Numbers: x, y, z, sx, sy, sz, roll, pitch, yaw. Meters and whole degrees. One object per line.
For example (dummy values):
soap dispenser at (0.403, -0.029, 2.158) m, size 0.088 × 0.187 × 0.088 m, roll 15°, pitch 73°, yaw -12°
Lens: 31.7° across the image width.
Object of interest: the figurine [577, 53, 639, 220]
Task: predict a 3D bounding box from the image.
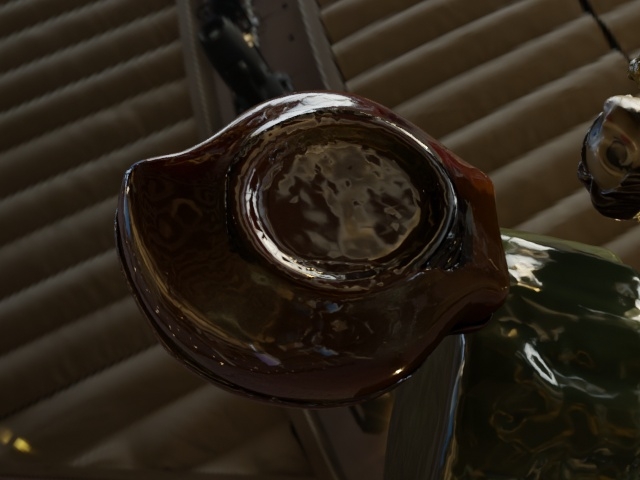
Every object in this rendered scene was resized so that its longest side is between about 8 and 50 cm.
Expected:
figurine at (0.299, -0.153, 0.935) m, size 0.168 × 0.315 × 0.187 m, roll -16°, pitch -134°, yaw -38°

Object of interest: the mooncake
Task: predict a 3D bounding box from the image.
mooncake at (0.180, 0.169, 1.044) m, size 0.194 × 0.356 × 0.356 m, roll 11°, pitch -124°, yaw -3°

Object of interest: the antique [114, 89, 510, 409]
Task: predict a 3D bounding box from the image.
antique at (0.000, 0.000, 0.778) m, size 0.278 × 0.129 × 0.223 m, roll 6°, pitch -117°, yaw -15°
